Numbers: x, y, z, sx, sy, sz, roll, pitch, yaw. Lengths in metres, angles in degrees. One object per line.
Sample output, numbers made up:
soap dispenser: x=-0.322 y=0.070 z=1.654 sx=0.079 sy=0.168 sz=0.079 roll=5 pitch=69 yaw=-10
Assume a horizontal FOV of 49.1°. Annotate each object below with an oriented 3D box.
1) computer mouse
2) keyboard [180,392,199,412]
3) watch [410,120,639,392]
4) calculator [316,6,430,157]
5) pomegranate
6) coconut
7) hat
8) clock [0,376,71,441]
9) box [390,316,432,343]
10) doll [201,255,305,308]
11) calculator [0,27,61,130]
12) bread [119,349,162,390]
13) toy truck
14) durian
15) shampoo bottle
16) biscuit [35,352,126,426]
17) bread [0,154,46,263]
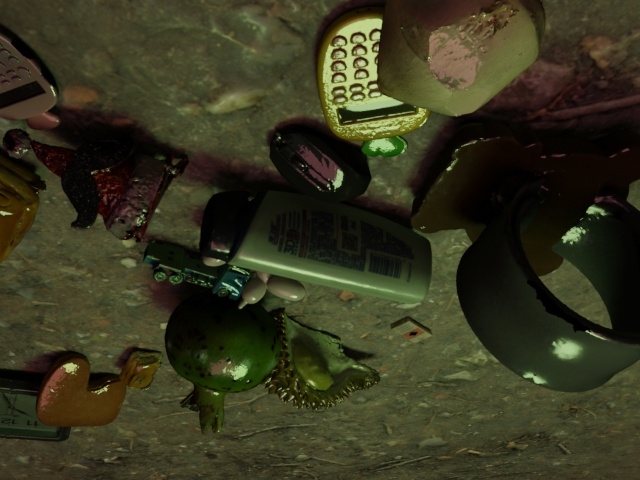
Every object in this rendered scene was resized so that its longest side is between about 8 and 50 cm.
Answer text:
computer mouse: x=0.001 y=-0.100 z=1.004 sx=0.172 sy=0.057 sz=0.099 roll=28 pitch=134 yaw=-30
keyboard: x=-0.277 y=0.365 z=1.622 sx=0.049 sy=0.015 sz=0.129 roll=20 pitch=137 yaw=-27
watch: x=0.318 y=0.035 z=0.984 sx=0.335 sy=0.327 sz=0.314 roll=10 pitch=140 yaw=-16
calculator: x=0.071 y=-0.196 z=0.907 sx=0.146 sy=0.032 sz=0.235 roll=-8 pitch=141 yaw=6
pomegranate: x=-0.181 y=0.207 z=1.246 sx=0.211 sy=0.263 sz=0.211 roll=16 pitch=168 yaw=3
coconut: x=0.140 y=-0.216 z=0.755 sx=0.183 sy=0.171 sz=0.171 roll=-37 pitch=137 yaw=1
hat: x=-0.309 y=-0.097 z=0.946 sx=0.227 sy=0.129 sz=0.140 roll=27 pitch=102 yaw=-24
clock: x=-0.692 y=0.371 z=1.570 sx=0.273 sy=0.049 sz=0.279 roll=11 pitch=140 yaw=-19
box: x=0.185 y=0.183 z=1.424 sx=0.046 sy=0.012 sz=0.083 roll=-31 pitch=135 yaw=30
doll: x=-0.107 y=0.026 z=1.114 sx=0.160 sy=0.161 sz=0.059 roll=-5 pitch=-176 yaw=-13
calculator: x=-0.387 y=-0.200 z=0.872 sx=0.103 sy=0.024 sz=0.166 roll=-15 pitch=139 yaw=14
bread: x=-0.376 y=0.272 z=1.465 sx=0.072 sy=0.053 sz=0.106 roll=12 pitch=135 yaw=-25
toy truck: x=-0.201 y=0.035 z=1.165 sx=0.175 sy=0.067 sz=0.081 roll=19 pitch=132 yaw=-22
durian: x=-0.020 y=0.264 z=1.432 sx=0.306 sy=0.167 sz=0.172 roll=28 pitch=163 yaw=-27
shampoo bottle: x=0.000 y=0.000 z=1.073 sx=0.359 sy=0.134 sz=0.078 roll=14 pitch=159 yaw=-20
biscuit: x=-0.500 y=0.323 z=1.493 sx=0.192 sy=0.036 sz=0.186 roll=12 pitch=114 yaw=-40
bread: x=-0.528 y=-0.055 z=0.987 sx=0.235 sy=0.099 sz=0.210 roll=23 pitch=135 yaw=-30
